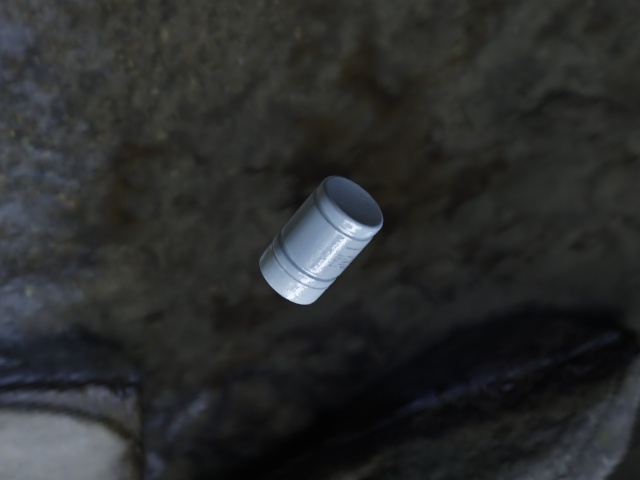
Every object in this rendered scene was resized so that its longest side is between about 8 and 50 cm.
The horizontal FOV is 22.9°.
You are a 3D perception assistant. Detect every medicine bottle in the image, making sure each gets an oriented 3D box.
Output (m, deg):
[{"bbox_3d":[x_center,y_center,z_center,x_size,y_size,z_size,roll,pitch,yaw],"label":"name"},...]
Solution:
[{"bbox_3d":[0.000,0.000,1.225,0.058,0.058,0.091,15,128,-39],"label":"medicine bottle"}]
